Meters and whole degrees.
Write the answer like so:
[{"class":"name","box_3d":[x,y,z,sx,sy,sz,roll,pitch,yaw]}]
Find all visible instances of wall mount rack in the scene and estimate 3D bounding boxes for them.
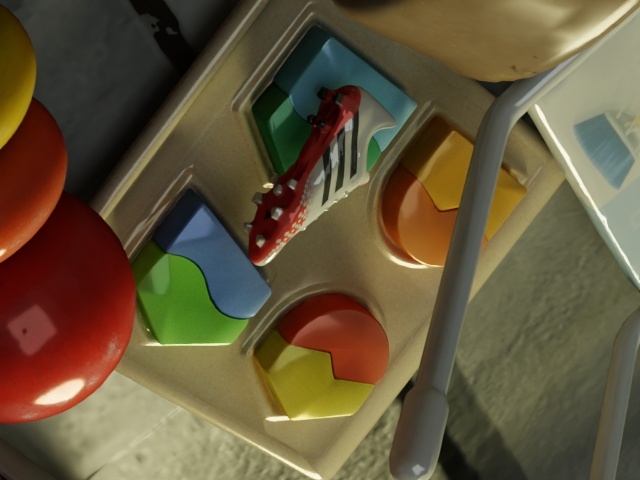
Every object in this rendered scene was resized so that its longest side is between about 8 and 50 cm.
[{"class":"wall mount rack","box_3d":[0.154,0.005,0.716,0.304,0.130,0.350,-42,139,-1]}]

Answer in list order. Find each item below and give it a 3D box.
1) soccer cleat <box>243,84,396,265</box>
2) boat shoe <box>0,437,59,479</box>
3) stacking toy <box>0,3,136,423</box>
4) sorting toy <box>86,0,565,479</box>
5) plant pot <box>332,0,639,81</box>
[{"class":"soccer cleat","box_3d":[0.000,-0.023,0.658,0.036,0.029,0.083,27,95,-29]},{"class":"boat shoe","box_3d":[-0.189,0.126,0.615,0.156,0.136,0.367,-39,139,-2]},{"class":"stacking toy","box_3d":[-0.145,-0.065,0.519,0.141,0.141,0.330,-34,130,-11]},{"class":"sorting toy","box_3d":[0.000,0.000,0.705,0.208,0.038,0.193,34,96,-39]},{"class":"plant pot","box_3d":[0.005,-0.205,0.478,0.229,0.263,0.263,20,105,-20]}]
